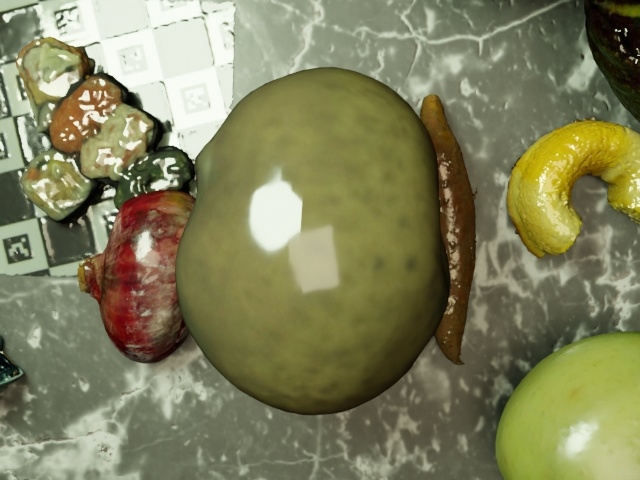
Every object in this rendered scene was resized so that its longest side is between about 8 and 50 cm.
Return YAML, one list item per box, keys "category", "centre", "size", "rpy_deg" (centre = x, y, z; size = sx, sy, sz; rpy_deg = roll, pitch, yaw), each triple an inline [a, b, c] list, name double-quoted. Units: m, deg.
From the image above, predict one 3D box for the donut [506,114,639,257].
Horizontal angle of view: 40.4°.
- category: "donut"
  centre: [0.300, -0.064, 0.973]
  size: [0.181, 0.078, 0.146]
  rpy_deg: [-15, 94, 2]

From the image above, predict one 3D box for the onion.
- category: "onion"
  centre: [-0.196, 0.050, 0.960]
  size: [0.151, 0.098, 0.206]
  rpy_deg: [1, 113, -7]

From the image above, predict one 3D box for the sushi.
- category: "sushi"
  centre: [-0.261, -0.119, 1.001]
  size: [0.320, 0.069, 0.340]
  rpy_deg: [3, 92, 3]

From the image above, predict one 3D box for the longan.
- category: "longan"
  centre: [0.000, 0.000, 0.888]
  size: [0.288, 0.288, 0.350]
  rpy_deg: [7, 85, 3]

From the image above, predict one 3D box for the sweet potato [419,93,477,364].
- category: "sweet potato"
  centre: [0.148, -0.011, 0.988]
  size: [0.072, 0.066, 0.314]
  rpy_deg: [-7, 93, 23]

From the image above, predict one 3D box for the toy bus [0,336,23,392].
- category: "toy bus"
  centre: [-0.448, 0.124, 1.008]
  size: [0.103, 0.091, 0.182]
  rpy_deg: [-44, 88, 5]

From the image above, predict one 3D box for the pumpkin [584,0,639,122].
- category: "pumpkin"
  centre: [0.424, -0.242, 0.877]
  size: [0.320, 0.192, 0.321]
  rpy_deg: [-5, 107, -16]

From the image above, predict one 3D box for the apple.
- category: "apple"
  centre: [0.321, 0.226, 0.909]
  size: [0.279, 0.279, 0.279]
  rpy_deg: [0, 92, 3]
